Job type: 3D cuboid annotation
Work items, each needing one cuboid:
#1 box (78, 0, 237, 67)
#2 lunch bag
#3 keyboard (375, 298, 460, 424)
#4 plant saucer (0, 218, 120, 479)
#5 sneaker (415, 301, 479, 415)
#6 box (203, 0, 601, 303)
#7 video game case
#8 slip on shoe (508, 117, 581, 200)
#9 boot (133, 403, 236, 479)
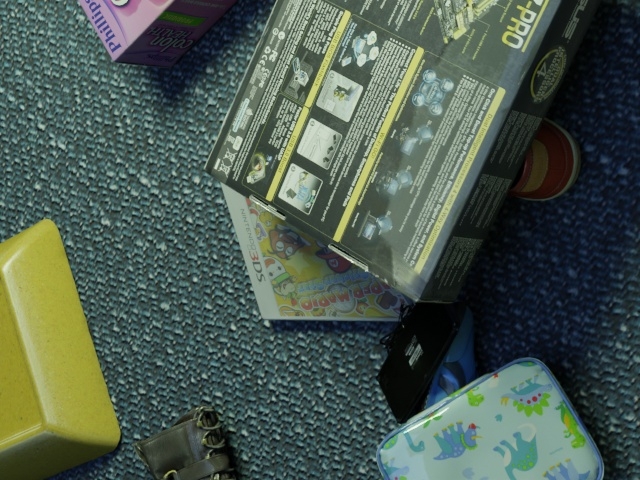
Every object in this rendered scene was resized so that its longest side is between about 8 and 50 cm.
[{"bbox_3d":[-0.195,-0.374,1.911,0.243,0.117,0.214,-41,70,29],"label":"box"},{"bbox_3d":[0.181,0.242,1.652,0.219,0.090,0.176,-31,81,1],"label":"lunch bag"},{"bbox_3d":[0.116,0.117,1.739,0.100,0.038,0.192,66,146,33],"label":"keyboard"},{"bbox_3d":[-0.459,0.179,2.133,0.332,0.081,0.333,-25,78,31],"label":"plant saucer"},{"bbox_3d":[0.155,0.176,1.740,0.082,0.069,0.209,12,89,-3],"label":"sneaker"},{"bbox_3d":[0.082,-0.178,1.633,0.318,0.097,0.395,31,103,31],"label":"box"},{"bbox_3d":[0.000,0.000,1.803,0.227,0.026,0.206,-2,115,34],"label":"video game case"},{"bbox_3d":[0.125,-0.118,1.717,0.331,0.101,0.123,19,104,33],"label":"slip on shoe"},{"bbox_3d":[-0.117,0.313,1.903,0.263,0.091,0.229,-21,81,35],"label":"boot"}]
